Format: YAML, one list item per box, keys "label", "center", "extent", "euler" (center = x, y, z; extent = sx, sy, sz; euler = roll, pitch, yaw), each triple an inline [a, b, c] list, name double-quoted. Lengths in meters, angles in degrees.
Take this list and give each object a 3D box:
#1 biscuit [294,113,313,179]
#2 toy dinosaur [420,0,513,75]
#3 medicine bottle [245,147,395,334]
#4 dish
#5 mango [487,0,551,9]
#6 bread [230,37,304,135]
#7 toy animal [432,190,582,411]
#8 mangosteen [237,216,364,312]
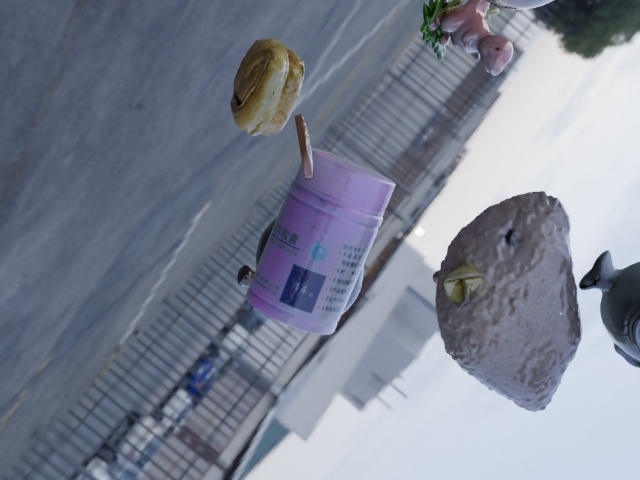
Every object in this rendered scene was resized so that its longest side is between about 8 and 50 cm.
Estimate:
- label: "biscuit"
  center: [-0.019, -0.116, 1.240]
  extent: [0.078, 0.015, 0.091]
  euler: [80, 0, -50]
- label: "toy dinosaur"
  center: [0.291, -0.417, 1.880]
  extent: [0.152, 0.177, 0.194]
  euler: [48, 55, -50]
- label: "medicine bottle"
  center: [0.000, 0.000, 1.493]
  extent: [0.152, 0.152, 0.254]
  euler: [-49, 161, -81]
- label: "dish"
  center: [0.529, 0.120, 1.530]
  extent: [0.224, 0.246, 0.078]
  euler: [-61, 179, 31]
- label: "mango"
  center: [0.312, -0.423, 1.477]
  extent: [0.129, 0.146, 0.289]
  euler: [-60, -159, -6]
- label: "bread"
  center: [-0.120, -0.327, 2.097]
  extent: [0.198, 0.120, 0.236]
  euler: [-63, -161, 20]
- label: "toy animal"
  center: [0.294, 0.108, 1.548]
  extent: [0.227, 0.358, 0.188]
  euler: [-10, -173, -4]
- label: "mangosteen"
  center: [-0.047, 0.059, 1.876]
  extent: [0.261, 0.235, 0.235]
  euler: [-16, 159, -34]
